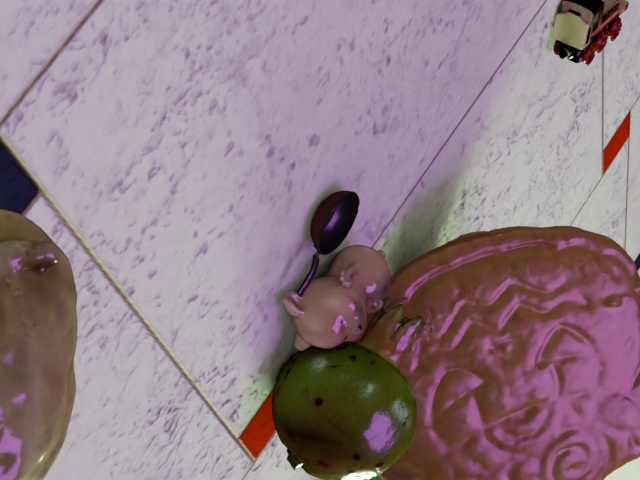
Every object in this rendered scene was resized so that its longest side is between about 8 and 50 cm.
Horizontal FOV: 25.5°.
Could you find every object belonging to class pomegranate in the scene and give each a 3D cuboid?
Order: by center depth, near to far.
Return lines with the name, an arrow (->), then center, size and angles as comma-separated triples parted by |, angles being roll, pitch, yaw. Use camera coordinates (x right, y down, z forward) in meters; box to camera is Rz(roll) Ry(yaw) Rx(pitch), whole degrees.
pomegranate -> 0.037, 0.158, 1.474 | 0.205, 0.159, 0.159 | -56, 158, -6

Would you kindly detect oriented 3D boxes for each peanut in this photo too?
peanut -> -0.232, 0.125, 0.866 | 0.159, 0.143, 0.291 | -69, 178, -66

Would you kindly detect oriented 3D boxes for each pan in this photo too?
pan -> -0.001, 0.000, 1.371 | 0.115, 0.023, 0.068 | -60, 159, -9

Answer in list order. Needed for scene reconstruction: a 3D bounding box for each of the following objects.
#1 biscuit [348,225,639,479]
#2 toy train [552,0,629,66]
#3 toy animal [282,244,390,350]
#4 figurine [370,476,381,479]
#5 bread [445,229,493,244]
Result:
biscuit -> 0.207, 0.162, 1.607 | 0.385, 0.062, 0.365 | -23, 111, -6
toy train -> 0.331, -0.272, 1.725 | 0.138, 0.050, 0.087 | -41, 148, -40
toy animal -> 0.021, 0.057, 1.432 | 0.150, 0.089, 0.083 | -37, 114, -39
figurine -> 0.061, 0.364, 1.855 | 0.246, 0.110, 0.138 | -59, 168, 3
bread -> 0.195, 0.096, 1.689 | 0.244, 0.244, 0.134 | -62, -158, 4
